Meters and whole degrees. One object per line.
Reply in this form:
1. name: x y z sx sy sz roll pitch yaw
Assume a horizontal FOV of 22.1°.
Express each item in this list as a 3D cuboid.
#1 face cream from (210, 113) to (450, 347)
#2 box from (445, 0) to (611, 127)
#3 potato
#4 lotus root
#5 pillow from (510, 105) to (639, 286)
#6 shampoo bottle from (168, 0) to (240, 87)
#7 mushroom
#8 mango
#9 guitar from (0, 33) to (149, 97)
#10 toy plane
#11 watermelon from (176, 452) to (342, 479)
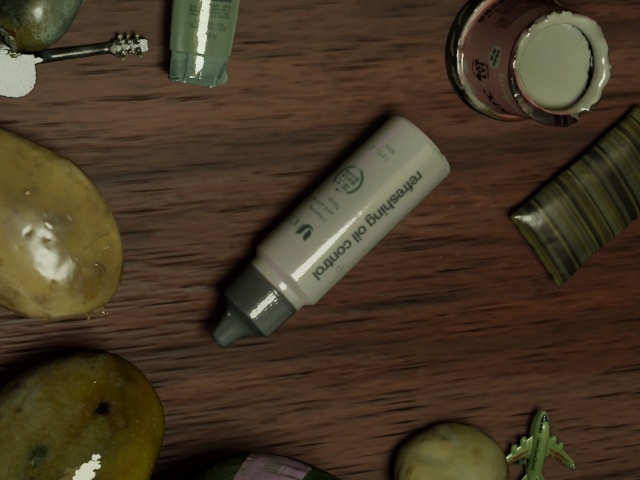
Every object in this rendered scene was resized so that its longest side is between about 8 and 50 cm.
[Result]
1. face cream: 0.000 0.000 1.750 0.311 0.092 0.092 -43 115 -5
2. box: 0.231 -0.194 1.763 0.151 0.135 0.151 -7 108 -21
3. potato: -0.300 -0.015 1.615 0.235 0.128 0.161 26 78 -21
4. lotus root: -0.262 -0.249 1.576 0.088 0.088 0.165 32 70 -26
5. pillow: 0.320 -0.052 1.890 0.203 0.038 0.113 -39 112 -8
6. shampoo bottle: -0.115 -0.263 1.654 0.072 0.049 0.212 4 102 -26
7. mushroom: 0.151 0.278 1.872 0.148 0.148 0.112 -8 147 -19
8. mango: -0.304 0.244 1.649 0.329 0.176 0.175 -37 98 -3
9. guitar: -0.283 -0.179 1.623 0.233 0.025 0.088 -10 106 -19
10. toy plane: 0.255 0.251 1.945 0.102 0.040 0.111 -3 104 -23
11. watermelon: -0.058 0.405 1.701 0.363 0.363 0.363 -6 106 -20
